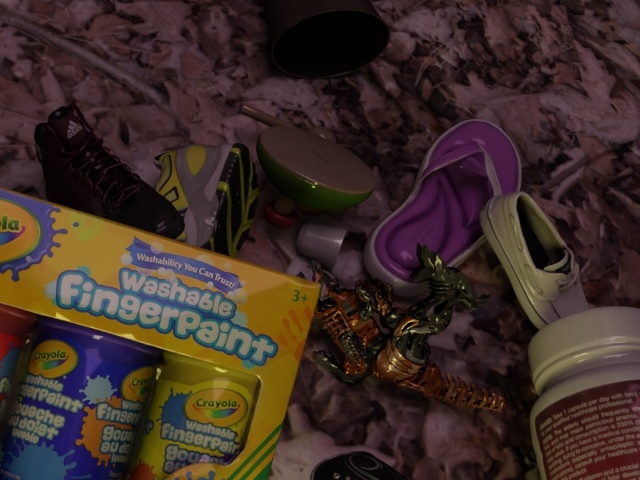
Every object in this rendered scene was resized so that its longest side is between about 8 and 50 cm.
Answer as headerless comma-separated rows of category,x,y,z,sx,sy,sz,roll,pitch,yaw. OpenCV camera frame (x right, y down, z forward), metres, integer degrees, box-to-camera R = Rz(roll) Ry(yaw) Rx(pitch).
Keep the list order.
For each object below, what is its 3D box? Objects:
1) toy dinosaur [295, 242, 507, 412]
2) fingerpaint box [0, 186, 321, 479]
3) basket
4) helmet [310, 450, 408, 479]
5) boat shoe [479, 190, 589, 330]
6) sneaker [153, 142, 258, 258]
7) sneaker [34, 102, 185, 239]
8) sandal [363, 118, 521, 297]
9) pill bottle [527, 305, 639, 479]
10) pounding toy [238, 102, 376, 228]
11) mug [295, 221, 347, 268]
toy dinosaur,0.116,0.122,1.521,0.322,0.164,0.218,37,90,-21
fingerpaint box,-0.266,0.165,1.220,0.444,0.163,0.371,18,80,-10
basket,-0.017,-0.402,1.820,0.204,0.154,0.227,-7,56,-23
helmet,0.052,0.351,1.315,0.169,0.169,0.161,-13,46,-29
boat shoe,0.342,0.042,1.648,0.096,0.088,0.268,-32,95,-30
sneaker,-0.198,0.032,1.473,0.147,0.145,0.385,3,50,19
sneaker,-0.291,-0.087,1.401,0.106,0.163,0.281,-36,37,-31
sandal,0.216,-0.066,1.706,0.169,0.102,0.416,34,51,3
pill bottle,0.403,0.301,1.451,0.224,0.224,0.392,6,56,-18
pounding toy,-0.032,-0.089,1.621,0.182,0.110,0.237,12,27,-28
mug,-0.001,0.003,1.609,0.064,0.078,0.062,18,84,1
